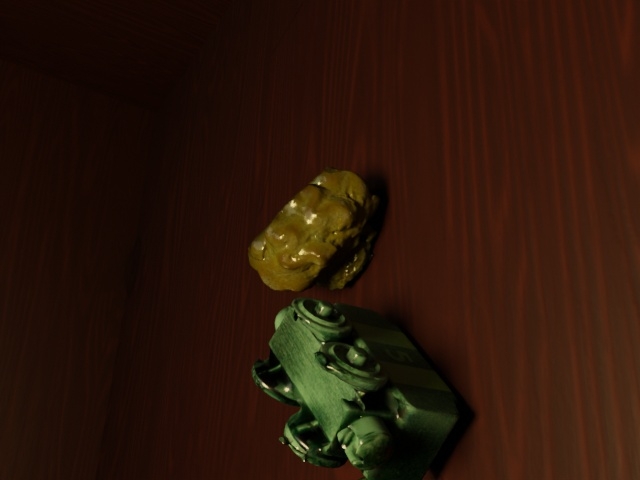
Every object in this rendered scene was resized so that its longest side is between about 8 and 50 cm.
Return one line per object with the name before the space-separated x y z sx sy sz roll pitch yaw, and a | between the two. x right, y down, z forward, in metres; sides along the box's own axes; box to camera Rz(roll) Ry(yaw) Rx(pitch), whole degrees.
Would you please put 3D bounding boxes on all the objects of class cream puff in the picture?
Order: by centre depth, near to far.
cream puff | 0.001 -0.001 1.154 0.282 0.185 0.282 -45 -1 -1

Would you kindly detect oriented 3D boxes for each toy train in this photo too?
toy train | 0.048 0.197 0.878 0.166 0.238 0.299 -64 32 17

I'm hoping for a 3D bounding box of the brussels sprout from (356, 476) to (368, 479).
brussels sprout | 0.069 0.406 0.865 0.155 0.118 0.155 -39 37 37
